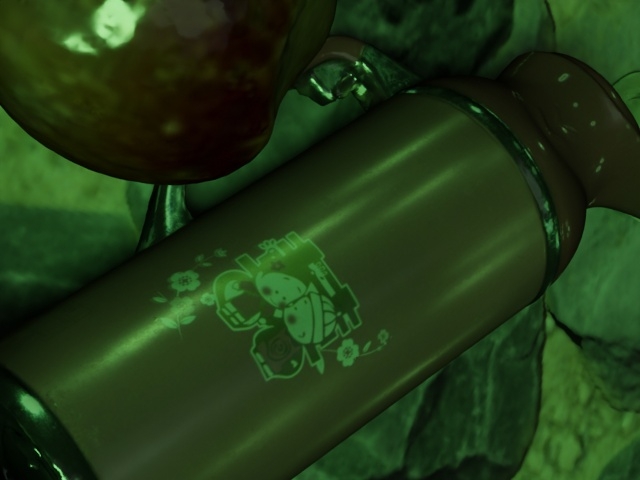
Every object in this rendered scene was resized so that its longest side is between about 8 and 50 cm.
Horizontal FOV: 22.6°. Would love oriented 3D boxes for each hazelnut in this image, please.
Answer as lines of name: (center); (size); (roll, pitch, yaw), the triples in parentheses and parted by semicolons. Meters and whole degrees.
hazelnut: (-0.066, -0.096, 0.560); (0.143, 0.143, 0.154); (45, 37, -34)

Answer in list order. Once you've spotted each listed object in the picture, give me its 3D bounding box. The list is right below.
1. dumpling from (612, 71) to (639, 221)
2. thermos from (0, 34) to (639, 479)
dumpling: (0.161, -0.046, 0.811); (0.059, 0.043, 0.077); (1, 101, -16)
thermos: (0.002, 0.007, 0.665); (0.330, 0.136, 0.109); (-33, 144, -29)
